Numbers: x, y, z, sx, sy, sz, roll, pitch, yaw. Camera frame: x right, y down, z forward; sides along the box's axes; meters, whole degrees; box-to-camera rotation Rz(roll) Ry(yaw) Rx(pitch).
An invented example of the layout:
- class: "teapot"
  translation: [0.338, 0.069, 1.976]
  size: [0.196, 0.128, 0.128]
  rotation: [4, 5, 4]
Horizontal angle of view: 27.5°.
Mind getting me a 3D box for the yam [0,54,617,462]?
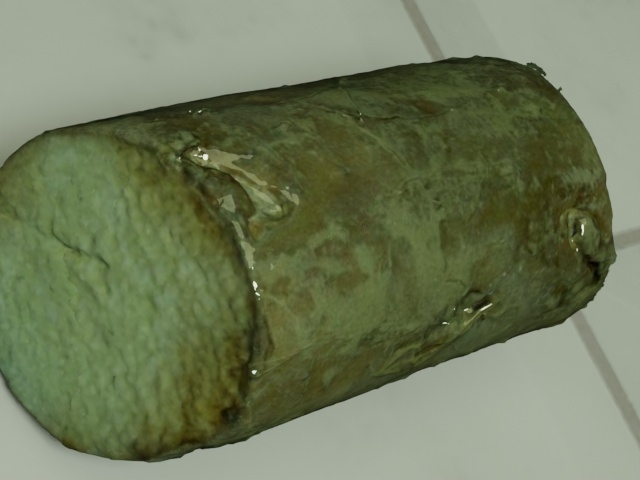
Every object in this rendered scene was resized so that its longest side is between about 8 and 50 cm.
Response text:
- class: "yam"
  translation: [0.000, 0.000, 0.650]
  size: [0.304, 0.168, 0.168]
  rotation: [-15, 70, -37]
